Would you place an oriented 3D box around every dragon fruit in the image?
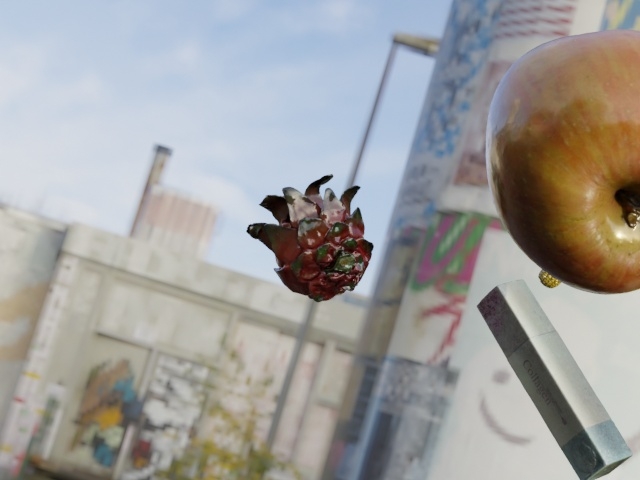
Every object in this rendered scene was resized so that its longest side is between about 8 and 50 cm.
[{"bbox_3d":[-0.005,0.004,1.717,0.121,0.142,0.130,-26,-18,33],"label":"dragon fruit"}]

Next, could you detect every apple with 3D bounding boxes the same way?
[{"bbox_3d":[0.275,-0.083,1.404,0.242,0.242,0.241,19,27,-13],"label":"apple"}]

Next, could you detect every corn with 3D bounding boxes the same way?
[{"bbox_3d":[0.357,0.031,2.105,0.037,0.092,0.037,38,14,-11],"label":"corn"}]

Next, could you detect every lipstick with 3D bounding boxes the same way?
[{"bbox_3d":[0.350,0.208,2.176,0.068,0.317,0.066,-11,-28,-39],"label":"lipstick"}]
